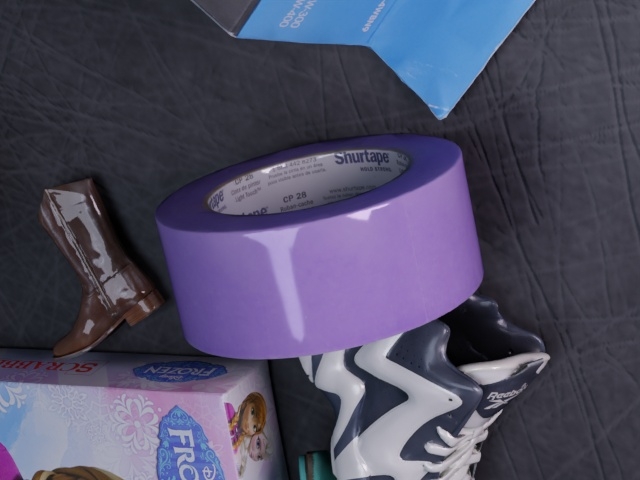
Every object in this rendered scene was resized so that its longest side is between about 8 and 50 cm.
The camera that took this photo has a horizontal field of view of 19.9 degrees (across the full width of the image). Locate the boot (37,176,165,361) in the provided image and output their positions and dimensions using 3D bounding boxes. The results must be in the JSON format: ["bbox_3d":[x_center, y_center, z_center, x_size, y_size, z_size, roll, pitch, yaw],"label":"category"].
[{"bbox_3d":[-0.178,0.020,1.306,0.106,0.037,0.114,-31,96,22],"label":"boot"}]

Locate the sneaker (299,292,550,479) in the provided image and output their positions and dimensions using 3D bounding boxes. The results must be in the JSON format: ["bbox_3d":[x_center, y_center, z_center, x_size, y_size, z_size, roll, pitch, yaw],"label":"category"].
[{"bbox_3d":[0.087,0.122,1.164,0.153,0.094,0.235,-14,92,42],"label":"sneaker"}]

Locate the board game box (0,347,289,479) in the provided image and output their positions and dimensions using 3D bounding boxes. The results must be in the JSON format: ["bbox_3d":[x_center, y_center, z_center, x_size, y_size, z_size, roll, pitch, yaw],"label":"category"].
[{"bbox_3d":[-0.162,0.238,1.369,0.318,0.066,0.318,0,110,29],"label":"board game box"}]

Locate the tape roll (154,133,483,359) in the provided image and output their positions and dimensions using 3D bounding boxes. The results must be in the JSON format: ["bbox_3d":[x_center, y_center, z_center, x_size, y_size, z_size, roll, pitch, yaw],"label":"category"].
[{"bbox_3d":[0.000,0.000,1.106,0.189,0.189,0.080,-2,108,30],"label":"tape roll"}]

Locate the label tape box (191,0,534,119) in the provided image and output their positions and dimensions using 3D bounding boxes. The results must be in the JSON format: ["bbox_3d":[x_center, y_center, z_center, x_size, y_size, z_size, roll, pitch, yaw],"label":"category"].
[{"bbox_3d":[-0.010,-0.256,1.052,0.348,0.115,0.249,43,124,9],"label":"label tape box"}]

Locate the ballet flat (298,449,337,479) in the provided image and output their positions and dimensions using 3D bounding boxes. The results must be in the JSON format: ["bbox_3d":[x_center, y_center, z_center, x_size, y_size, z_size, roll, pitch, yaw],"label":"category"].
[{"bbox_3d":[0.036,0.252,1.268,0.087,0.083,0.247,-3,110,5],"label":"ballet flat"}]
